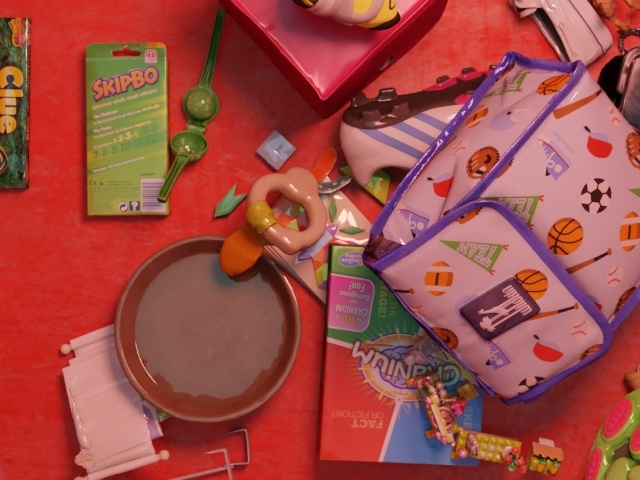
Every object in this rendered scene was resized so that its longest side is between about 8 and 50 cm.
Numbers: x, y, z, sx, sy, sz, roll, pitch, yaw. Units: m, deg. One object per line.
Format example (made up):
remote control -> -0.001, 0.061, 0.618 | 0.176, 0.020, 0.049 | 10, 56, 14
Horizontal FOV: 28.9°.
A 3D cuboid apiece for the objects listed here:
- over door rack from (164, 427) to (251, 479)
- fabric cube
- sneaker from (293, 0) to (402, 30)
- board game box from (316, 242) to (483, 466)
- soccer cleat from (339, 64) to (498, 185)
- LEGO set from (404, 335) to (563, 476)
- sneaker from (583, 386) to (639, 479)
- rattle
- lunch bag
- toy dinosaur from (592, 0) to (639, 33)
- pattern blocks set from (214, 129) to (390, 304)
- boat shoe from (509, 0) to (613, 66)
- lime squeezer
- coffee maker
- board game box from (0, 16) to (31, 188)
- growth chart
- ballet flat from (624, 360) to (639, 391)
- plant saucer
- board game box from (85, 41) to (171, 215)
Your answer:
over door rack -> -0.246, 0.389, 1.778 | 0.324, 0.239, 0.108 | -25, 88, 2
fabric cube -> 0.015, -0.355, 1.758 | 0.254, 0.258, 0.259 | -42, 90, 0
sneaker -> 0.088, -0.448, 1.581 | 0.147, 0.145, 0.385 | 25, 88, -30
board game box -> 0.123, 0.168, 1.840 | 0.242, 0.064, 0.317 | 3, 93, -4
soccer cleat -> 0.188, -0.166, 1.842 | 0.331, 0.116, 0.143 | -10, 124, -9
LEGO set -> 0.223, 0.263, 1.765 | 0.132, 0.107, 0.287 | -43, 95, -1
sneaker -> 0.592, 0.250, 1.766 | 0.482, 0.185, 0.202 | -36, 123, -3
rattle -> -0.048, -0.038, 1.836 | 0.130, 0.200, 0.143 | 24, 133, 6
lunch bag -> 0.281, -0.007, 1.694 | 0.385, 0.239, 0.328 | -48, 113, -8
toy dinosaur -> 0.416, -0.348, 1.810 | 0.112, 0.211, 0.064 | 30, 125, -20
pattern blocks set -> 0.000, 0.000, 1.877 | 0.324, 0.026, 0.285 | 32, 91, 1
boat shoe -> 0.322, -0.362, 1.832 | 0.084, 0.095, 0.258 | -40, 89, -3
lime squeezer -> -0.192, -0.186, 1.843 | 0.058, 0.110, 0.310 | 11, 73, 18
coffee maker -> 0.458, -0.230, 1.789 | 0.120, 0.178, 0.171 | -12, 90, 1
board game box -> -0.508, -0.209, 1.885 | 0.136, 0.030, 0.260 | 0, 91, -1
growth chart -> -0.302, 0.235, 1.860 | 0.172, 0.021, 0.237 | -12, 74, 3
ballet flat -> 0.542, 0.142, 1.843 | 0.073, 0.080, 0.232 | 41, 91, 12
plant saucer -> -0.165, 0.130, 1.839 | 0.277, 0.041, 0.278 | 0, 81, 2
board game box -> -0.290, -0.168, 1.877 | 0.124, 0.039, 0.260 | 0, 93, 1
